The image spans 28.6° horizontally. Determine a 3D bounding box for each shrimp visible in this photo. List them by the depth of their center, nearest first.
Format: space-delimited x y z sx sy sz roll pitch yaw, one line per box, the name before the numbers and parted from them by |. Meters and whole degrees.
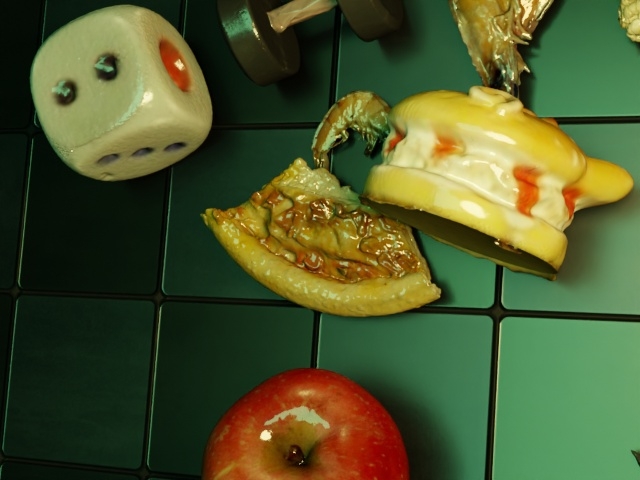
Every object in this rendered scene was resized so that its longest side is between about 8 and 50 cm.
shrimp | 0.248 -0.313 1.629 0.164 0.062 0.316 -14 75 18
shrimp | 0.064 -0.103 1.689 0.148 0.035 0.195 -44 68 12

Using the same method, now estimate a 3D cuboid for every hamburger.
hamburger | 0.214 -0.075 1.512 0.303 0.261 0.186 24 88 5

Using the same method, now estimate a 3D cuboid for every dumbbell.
dumbbell | -0.015 -0.314 1.689 0.218 0.152 0.152 -21 75 19

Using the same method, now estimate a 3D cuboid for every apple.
apple | -0.019 0.289 1.552 0.261 0.216 0.260 -2 63 4

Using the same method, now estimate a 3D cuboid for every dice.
dice | -0.278 -0.204 1.763 0.192 0.193 0.194 -23 76 17

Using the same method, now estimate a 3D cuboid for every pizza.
pizza | 0.000 0.000 1.678 0.365 0.074 0.182 25 103 23

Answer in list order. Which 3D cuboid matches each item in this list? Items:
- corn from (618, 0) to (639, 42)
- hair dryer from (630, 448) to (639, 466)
corn | 0.467 -0.291 1.522 0.211 0.087 0.087 -5 81 19
hair dryer | 0.520 0.292 1.421 0.340 0.123 0.312 31 84 34
